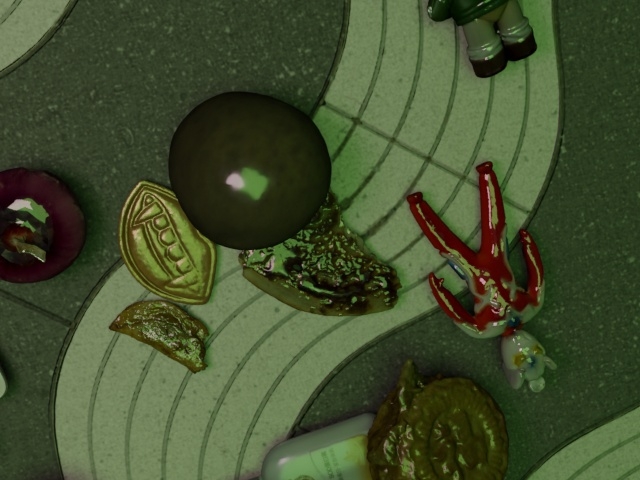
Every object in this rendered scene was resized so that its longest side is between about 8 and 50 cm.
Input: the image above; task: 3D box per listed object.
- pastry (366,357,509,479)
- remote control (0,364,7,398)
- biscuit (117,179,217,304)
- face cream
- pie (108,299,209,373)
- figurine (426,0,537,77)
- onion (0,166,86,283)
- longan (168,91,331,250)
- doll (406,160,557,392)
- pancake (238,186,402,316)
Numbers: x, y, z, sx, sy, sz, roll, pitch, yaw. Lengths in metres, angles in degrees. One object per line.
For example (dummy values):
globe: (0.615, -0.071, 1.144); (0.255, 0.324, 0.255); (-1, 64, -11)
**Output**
pastry: (0.177, 0.335, 1.367); (0.235, 0.132, 0.240); (22, 69, -22)
remote control: (-0.559, 0.149, 1.336); (0.073, 0.044, 0.229); (-28, 93, 15)
biscuit: (-0.244, 0.009, 1.350); (0.142, 0.029, 0.221); (-23, 101, -1)
face cream: (-0.021, 0.389, 1.414); (0.291, 0.071, 0.144); (-17, 100, -3)
pie: (-0.246, 0.147, 1.372); (0.170, 0.034, 0.092); (31, 97, -4)
figurine: (0.204, -0.426, 1.259); (0.281, 0.167, 0.370); (-27, 110, 4)
onion: (-0.440, -0.021, 1.267); (0.177, 0.153, 0.177); (3, 101, 19)
longan: (-0.105, -0.110, 1.250); (0.248, 0.248, 0.248); (-1, 99, -6)
doll: (0.279, 0.073, 1.386); (0.188, 0.099, 0.384); (-26, 98, -1)
pancake: (0.000, 0.000, 1.373); (0.266, 0.057, 0.245); (1, 91, -10)
